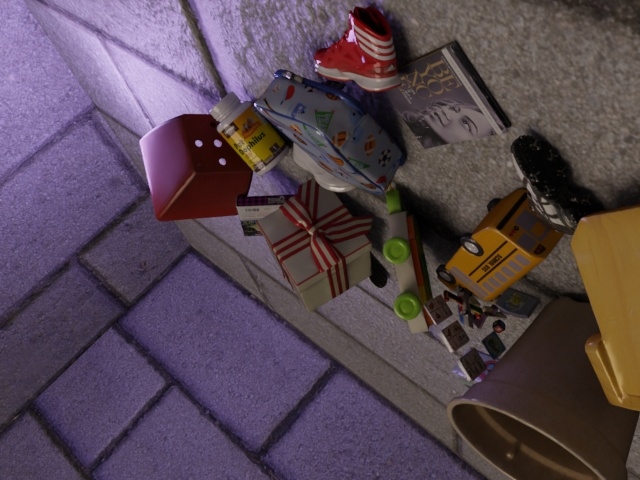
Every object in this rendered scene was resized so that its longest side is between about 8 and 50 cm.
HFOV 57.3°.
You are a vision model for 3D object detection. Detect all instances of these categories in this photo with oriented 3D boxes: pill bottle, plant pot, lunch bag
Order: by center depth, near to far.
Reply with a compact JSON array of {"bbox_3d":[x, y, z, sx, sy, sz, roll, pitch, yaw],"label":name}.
[{"bbox_3d":[0.463,0.291,1.110,0.334,0.305,0.334,33,156,17],"label":"plant pot"},{"bbox_3d":[0.017,-0.218,1.169,0.243,0.115,0.303,31,176,39],"label":"lunch bag"},{"bbox_3d":[-0.190,-0.285,1.549,0.215,0.117,0.117,48,162,-14],"label":"pill bottle"},{"bbox_3d":[-0.337,-0.227,1.689,0.236,0.267,0.267,-32,69,54],"label":"plant pot"}]

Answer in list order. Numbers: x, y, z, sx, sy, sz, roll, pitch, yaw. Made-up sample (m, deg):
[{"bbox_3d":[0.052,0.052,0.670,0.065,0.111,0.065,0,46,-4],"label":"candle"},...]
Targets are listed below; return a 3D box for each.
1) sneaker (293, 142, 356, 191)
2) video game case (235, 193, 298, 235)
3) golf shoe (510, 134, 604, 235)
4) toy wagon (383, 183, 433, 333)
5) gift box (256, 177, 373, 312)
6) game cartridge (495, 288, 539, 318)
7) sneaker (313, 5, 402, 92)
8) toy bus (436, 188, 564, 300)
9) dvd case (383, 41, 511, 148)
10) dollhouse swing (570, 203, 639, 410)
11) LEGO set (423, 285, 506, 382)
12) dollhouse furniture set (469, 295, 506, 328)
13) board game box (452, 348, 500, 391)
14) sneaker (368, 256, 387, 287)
[{"bbox_3d":[0.007,-0.195,1.413,0.212,0.080,0.094,35,149,29],"label":"sneaker"},{"bbox_3d":[-0.130,-0.075,1.787,0.232,0.041,0.210,-3,156,-1],"label":"video game case"},{"bbox_3d":[0.351,-0.077,0.924,0.198,0.077,0.094,48,162,-11],"label":"golf shoe"},{"bbox_3d":[0.193,0.028,1.314,0.267,0.068,0.344,-20,-80,-76],"label":"toy wagon"},{"bbox_3d":[0.000,0.000,1.592,0.255,0.276,0.258,50,170,24],"label":"gift box"},{"bbox_3d":[0.427,0.138,1.279,0.083,0.056,0.017,21,159,49],"label":"game cartridge"},{"bbox_3d":[0.059,-0.340,1.001,0.221,0.087,0.128,32,138,45],"label":"sneaker"},{"bbox_3d":[0.334,0.023,1.136,0.130,0.108,0.332,38,161,11],"label":"toy bus"},{"bbox_3d":[0.199,-0.234,0.991,0.164,0.018,0.221,50,161,-18],"label":"dvd case"},{"bbox_3d":[0.576,0.090,0.799,0.347,0.315,0.305,162,103,-70],"label":"dollhouse swing"},{"bbox_3d":[0.317,0.189,1.278,0.060,0.244,0.182,-40,76,38],"label":"LEGO set"},{"bbox_3d":[0.406,0.149,1.428,0.081,0.091,0.114,8,-154,-26],"label":"dollhouse furniture set"},{"bbox_3d":[0.550,0.471,1.703,0.224,0.097,0.303,14,147,56],"label":"board game box"},{"bbox_3d":[0.141,0.074,1.772,0.161,0.057,0.075,47,179,-15],"label":"sneaker"}]
